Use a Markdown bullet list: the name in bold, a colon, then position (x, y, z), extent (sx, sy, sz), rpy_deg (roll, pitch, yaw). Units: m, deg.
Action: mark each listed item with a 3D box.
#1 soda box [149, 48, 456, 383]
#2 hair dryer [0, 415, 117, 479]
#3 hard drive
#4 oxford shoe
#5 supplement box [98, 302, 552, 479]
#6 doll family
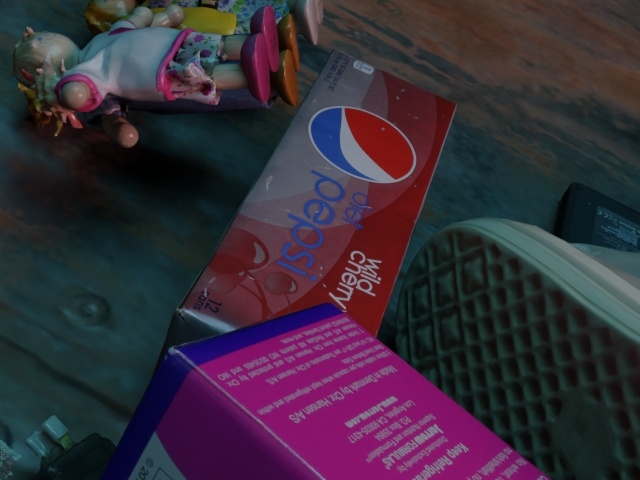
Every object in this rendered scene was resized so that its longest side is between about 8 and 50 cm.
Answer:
- **soda box**: position (0.000, 0.000, 0.556), extent (0.092, 0.083, 0.263), rpy_deg (25, 41, 0)
- **hair dryer**: position (-0.218, 0.120, 0.335), extent (0.224, 0.080, 0.293), rpy_deg (27, 26, 5)
- **hard drive**: position (0.204, 0.022, 0.685), extent (0.094, 0.022, 0.135), rpy_deg (27, 40, 0)
- **oxford shoe**: position (0.190, 0.126, 0.419), extent (0.130, 0.169, 0.449), rpy_deg (8, 25, -32)
- **supplement box**: position (0.032, 0.136, 0.354), extent (0.220, 0.111, 0.114), rpy_deg (39, 23, 21)
- **doll family**: position (-0.091, -0.118, 0.601), extent (0.163, 0.118, 0.263), rpy_deg (-1, 41, 11)
